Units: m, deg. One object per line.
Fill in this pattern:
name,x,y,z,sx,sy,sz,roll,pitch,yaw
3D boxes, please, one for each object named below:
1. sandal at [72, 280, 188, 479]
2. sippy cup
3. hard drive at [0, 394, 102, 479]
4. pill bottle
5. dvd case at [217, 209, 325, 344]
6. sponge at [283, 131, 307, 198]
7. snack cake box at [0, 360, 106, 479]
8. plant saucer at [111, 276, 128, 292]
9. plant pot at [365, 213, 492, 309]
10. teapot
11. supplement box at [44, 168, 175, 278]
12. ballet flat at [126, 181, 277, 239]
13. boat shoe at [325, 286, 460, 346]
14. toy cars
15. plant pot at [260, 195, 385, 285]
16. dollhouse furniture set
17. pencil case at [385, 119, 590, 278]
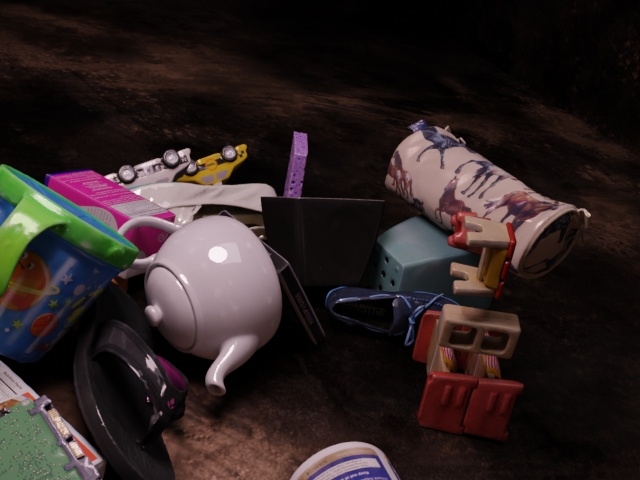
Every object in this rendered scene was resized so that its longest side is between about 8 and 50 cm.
sandal,-0.267,0.175,1.228,0.167,0.107,0.446,48,7,-35
sippy cup,-0.419,0.045,1.239,0.240,0.224,0.305,31,-3,35
hard drive,-0.387,0.328,0.884,0.339,0.064,0.237,-29,54,-26
pill bottle,0.066,0.385,1.035,0.153,0.153,0.265,1,30,-25
dvd case,-0.085,0.067,1.489,0.029,0.239,0.179,-42,53,-15
sponge,-0.058,-0.114,1.832,0.031,0.210,0.117,7,30,-7
snack cake box,-0.418,0.263,1.089,0.264,0.089,0.152,32,30,29
plant saucer,-0.438,0.056,1.512,0.199,0.037,0.200,12,28,-7
plant pot,0.220,0.050,1.731,0.234,0.166,0.165,-10,36,-30
teapot,-0.199,0.086,1.372,0.187,0.253,0.256,-20,17,-35
supplement box,-0.387,-0.033,1.542,0.220,0.111,0.114,27,21,23
ballet flat,-0.242,-0.043,1.716,0.400,0.139,0.139,-5,34,-35
boat shoe,0.136,0.146,1.578,0.258,0.109,0.089,2,10,4
toy cars,-0.292,-0.128,1.818,0.393,0.176,0.087,-17,82,-60
plant pot,0.000,0.000,1.657,0.188,0.167,0.187,0,4,-26
dollhouse furniture set,0.262,0.117,1.396,0.152,0.374,0.201,9,30,-2
pencil case,0.310,-0.082,1.646,0.410,0.183,0.160,39,-3,41
